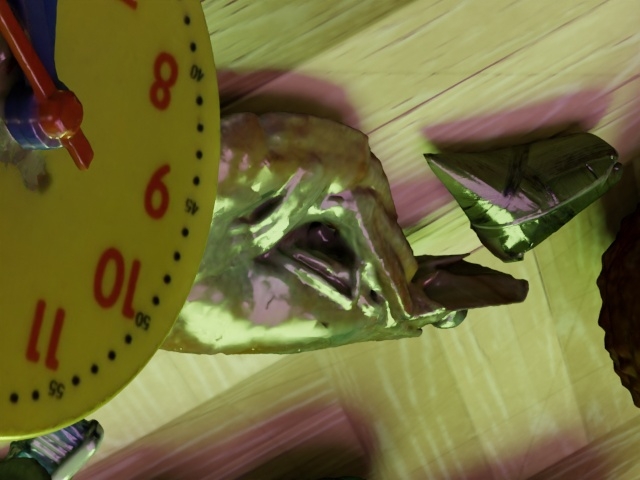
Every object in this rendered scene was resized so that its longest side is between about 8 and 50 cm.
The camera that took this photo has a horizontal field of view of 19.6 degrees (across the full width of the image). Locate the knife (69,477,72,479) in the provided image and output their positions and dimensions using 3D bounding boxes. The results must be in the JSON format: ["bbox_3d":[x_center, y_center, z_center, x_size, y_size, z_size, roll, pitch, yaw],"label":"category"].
[{"bbox_3d":[-0.297,0.183,1.142,0.298,0.017,0.047,-19,140,-11],"label":"knife"}]

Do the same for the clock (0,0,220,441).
[{"bbox_3d":[-0.131,-0.057,0.787,0.071,0.293,0.277,1,168,36],"label":"clock"}]

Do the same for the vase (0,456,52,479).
[{"bbox_3d":[-0.308,0.178,0.929,0.291,0.245,0.245,23,120,-22],"label":"vase"}]

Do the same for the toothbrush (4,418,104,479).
[{"bbox_3d":[-0.273,0.237,1.173,0.040,0.042,0.418,36,117,-19],"label":"toothbrush"}]

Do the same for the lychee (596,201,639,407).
[{"bbox_3d":[0.320,0.047,1.241,0.260,0.260,0.260,-20,142,-16],"label":"lychee"}]

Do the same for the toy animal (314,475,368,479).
[{"bbox_3d":[-0.059,0.286,1.282,0.338,0.191,0.216,-12,134,-22],"label":"toy animal"}]

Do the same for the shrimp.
[{"bbox_3d":[0.000,0.000,1.095,0.317,0.077,0.168,3,129,-34],"label":"shrimp"}]

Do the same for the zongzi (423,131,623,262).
[{"bbox_3d":[0.128,-0.050,1.154,0.104,0.052,0.113,-40,131,-1],"label":"zongzi"}]
